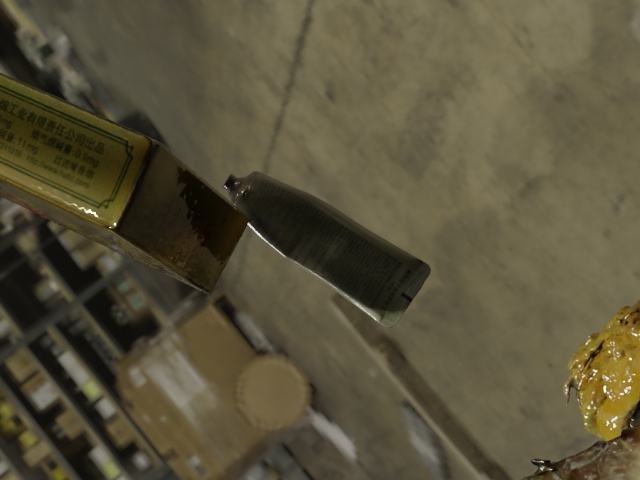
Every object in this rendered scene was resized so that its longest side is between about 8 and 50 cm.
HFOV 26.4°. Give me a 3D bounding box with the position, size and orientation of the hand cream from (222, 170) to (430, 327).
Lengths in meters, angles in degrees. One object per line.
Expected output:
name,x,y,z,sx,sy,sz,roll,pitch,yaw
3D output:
hand cream,0.000,0.000,1.006,0.165,0.057,0.037,33,-174,-7

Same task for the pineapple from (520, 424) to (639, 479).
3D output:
pineapple,0.113,0.153,0.521,0.135,0.233,0.079,63,-178,30

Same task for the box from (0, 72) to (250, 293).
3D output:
box,-0.183,-0.054,0.917,0.240,0.071,0.159,24,174,23

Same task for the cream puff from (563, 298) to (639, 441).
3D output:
cream puff,0.315,0.120,1.264,0.129,0.189,0.189,57,168,35
